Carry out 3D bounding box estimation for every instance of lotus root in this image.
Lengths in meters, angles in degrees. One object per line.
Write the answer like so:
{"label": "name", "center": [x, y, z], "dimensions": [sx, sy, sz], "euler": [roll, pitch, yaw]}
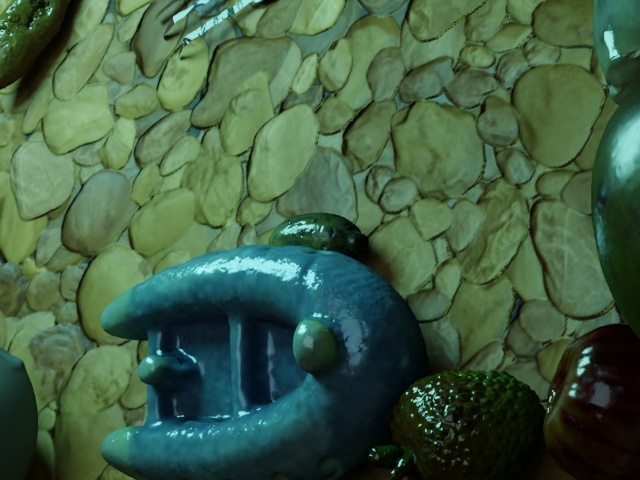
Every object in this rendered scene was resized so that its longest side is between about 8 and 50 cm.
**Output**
{"label": "lotus root", "center": [0.000, 0.000, 1.531], "dimensions": [0.099, 0.054, 0.049], "euler": [-1, 91, 34]}

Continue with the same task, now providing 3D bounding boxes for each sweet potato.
{"label": "sweet potato", "center": [-0.298, -0.239, 1.819], "dimensions": [0.060, 0.068, 0.206], "euler": [22, 75, 31]}

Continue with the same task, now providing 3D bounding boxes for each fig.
{"label": "fig", "center": [0.231, 0.127, 1.283], "dimensions": [0.150, 0.128, 0.128], "euler": [17, 81, 37]}

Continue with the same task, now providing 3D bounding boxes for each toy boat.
{"label": "toy boat", "center": [-0.069, 0.108, 1.464], "dimensions": [0.330, 0.123, 0.215], "euler": [-5, 78, 34]}

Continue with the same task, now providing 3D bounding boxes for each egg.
{"label": "egg", "center": [-0.357, 0.198, 1.604], "dimensions": [0.176, 0.176, 0.232], "euler": [23, 93, 37]}

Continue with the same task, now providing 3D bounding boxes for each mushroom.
{"label": "mushroom", "center": [0.267, -0.242, 1.437], "dimensions": [0.096, 0.099, 0.278], "euler": [-15, 64, 59]}

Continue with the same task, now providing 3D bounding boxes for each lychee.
{"label": "lychee", "center": [0.107, 0.154, 1.353], "dimensions": [0.146, 0.114, 0.114], "euler": [-20, 50, -23]}

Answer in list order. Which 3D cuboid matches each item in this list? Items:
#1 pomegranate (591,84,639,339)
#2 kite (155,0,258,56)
{"label": "pomegranate", "center": [0.341, 0.015, 1.195], "dimensions": [0.291, 0.291, 0.323], "euler": [-20, 87, 25]}
{"label": "kite", "center": [-0.068, -0.261, 1.709], "dimensions": [0.229, 0.016, 0.127], "euler": [-37, 52, 15]}
